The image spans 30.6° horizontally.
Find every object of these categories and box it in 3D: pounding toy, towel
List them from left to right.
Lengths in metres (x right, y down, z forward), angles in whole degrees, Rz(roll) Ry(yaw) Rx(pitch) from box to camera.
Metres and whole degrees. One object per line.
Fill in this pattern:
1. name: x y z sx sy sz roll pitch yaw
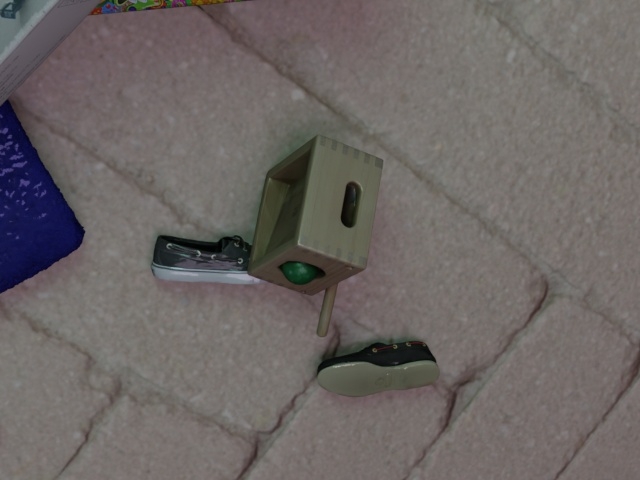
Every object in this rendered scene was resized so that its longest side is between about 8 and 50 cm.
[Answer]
1. towel: -0.388 -0.021 1.014 0.308 0.076 0.228 -27 121 -6
2. pounding toy: 0.000 0.000 1.093 0.100 0.130 0.141 19 67 -22

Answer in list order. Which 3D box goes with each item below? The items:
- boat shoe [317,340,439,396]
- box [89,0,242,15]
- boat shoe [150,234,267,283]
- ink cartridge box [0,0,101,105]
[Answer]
1. boat shoe: 0.057 0.133 1.226 0.133 0.042 0.049 -4 131 -16
2. box: -0.102 -0.343 0.922 0.279 0.177 0.290 -9 112 -13
3. boat shoe: -0.092 0.016 1.130 0.142 0.049 0.040 0 109 -15
4. ink cartridge box: -0.251 -0.258 0.817 0.066 0.296 0.261 -31 89 -49
